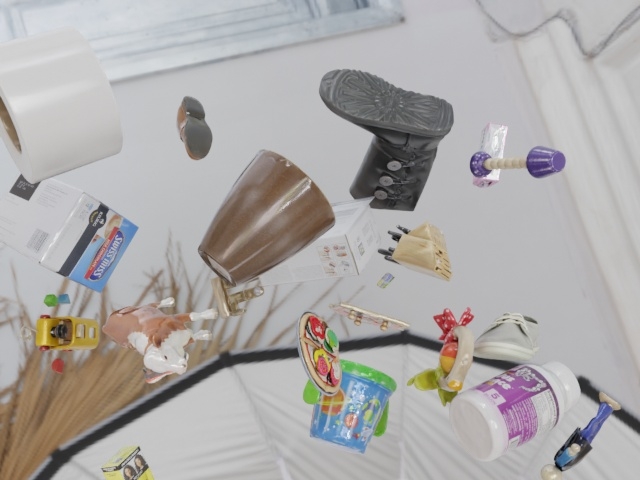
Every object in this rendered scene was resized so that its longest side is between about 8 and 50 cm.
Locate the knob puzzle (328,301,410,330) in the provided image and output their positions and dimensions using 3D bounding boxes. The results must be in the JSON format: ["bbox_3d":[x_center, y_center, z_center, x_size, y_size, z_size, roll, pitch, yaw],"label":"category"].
[{"bbox_3d":[0.108,0.193,1.683,0.213,0.213,0.030,140,-33,-76],"label":"knob puzzle"}]

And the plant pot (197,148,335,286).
[{"bbox_3d":[-0.125,-0.024,1.389,0.215,0.230,0.215,38,-18,15],"label":"plant pot"}]

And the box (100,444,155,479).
[{"bbox_3d":[-0.425,0.604,1.640,0.087,0.058,0.232,-38,111,-61],"label":"box"}]

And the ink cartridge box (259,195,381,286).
[{"bbox_3d":[0.000,0.000,1.994,0.272,0.310,0.130,-49,126,-55],"label":"ink cartridge box"}]

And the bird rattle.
[{"bbox_3d":[0.337,0.286,1.737,0.253,0.143,0.207,-63,-174,-7],"label":"bird rattle"}]

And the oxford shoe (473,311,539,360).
[{"bbox_3d":[0.523,0.266,1.949,0.449,0.169,0.130,9,87,-64],"label":"oxford shoe"}]

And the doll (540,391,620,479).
[{"bbox_3d":[0.461,0.360,1.245,0.046,0.189,0.129,38,-1,29],"label":"doll"}]

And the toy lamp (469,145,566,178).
[{"bbox_3d":[0.474,-0.186,1.693,0.275,0.080,0.080,5,-70,64],"label":"toy lamp"}]

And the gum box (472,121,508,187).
[{"bbox_3d":[0.525,-0.259,2.174,0.107,0.062,0.188,85,16,-85],"label":"gum box"}]

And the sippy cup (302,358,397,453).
[{"bbox_3d":[0.078,0.480,2.001,0.240,0.306,0.224,133,-23,-69],"label":"sippy cup"}]

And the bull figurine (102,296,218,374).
[{"bbox_3d":[-0.329,0.189,1.445,0.310,0.188,0.101,12,-72,48],"label":"bull figurine"}]

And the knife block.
[{"bbox_3d":[0.301,0.059,2.332,0.242,0.088,0.275,-36,-140,30],"label":"knife block"}]

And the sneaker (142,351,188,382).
[{"bbox_3d":[-0.508,0.403,2.288,0.061,0.158,0.065,21,-42,61],"label":"sneaker"}]

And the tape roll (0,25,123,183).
[{"bbox_3d":[-0.485,-0.243,1.257,0.246,0.169,0.246,41,-35,38],"label":"tape roll"}]

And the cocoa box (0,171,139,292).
[{"bbox_3d":[-0.749,-0.033,2.022,0.347,0.231,0.228,19,-14,38],"label":"cocoa box"}]

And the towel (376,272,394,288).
[{"bbox_3d":[0.218,0.135,2.347,0.009,0.060,0.083,44,-1,-12],"label":"towel"}]

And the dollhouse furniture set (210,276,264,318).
[{"bbox_3d":[-0.223,0.134,1.986,0.151,0.123,0.144,31,42,-81],"label":"dollhouse furniture set"}]

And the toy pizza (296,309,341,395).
[{"bbox_3d":[0.006,0.251,1.583,0.201,0.032,0.201,52,26,-38],"label":"toy pizza"}]

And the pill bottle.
[{"bbox_3d":[0.474,0.397,1.683,0.169,0.302,0.169,37,-44,48],"label":"pill bottle"}]

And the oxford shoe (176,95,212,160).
[{"bbox_3d":[-0.318,-0.262,1.729,0.076,0.076,0.212,-49,-141,32],"label":"oxford shoe"}]

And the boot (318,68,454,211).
[{"bbox_3d":[0.148,-0.263,1.989,0.445,0.367,0.146,105,5,-65],"label":"boot"}]

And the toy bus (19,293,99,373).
[{"bbox_3d":[-0.702,0.255,1.941,0.202,0.104,0.191,-74,152,-53],"label":"toy bus"}]
